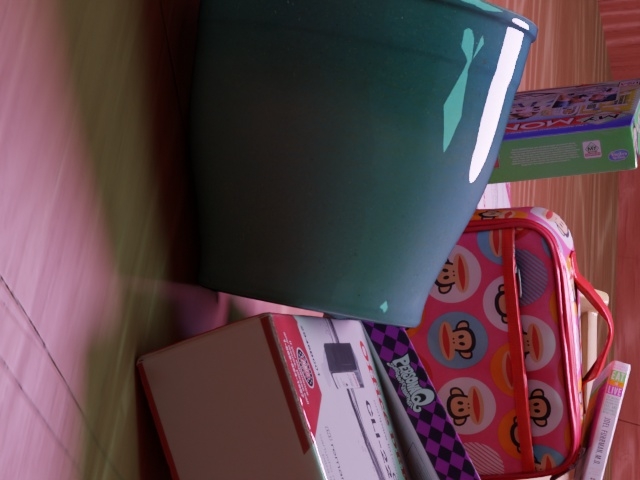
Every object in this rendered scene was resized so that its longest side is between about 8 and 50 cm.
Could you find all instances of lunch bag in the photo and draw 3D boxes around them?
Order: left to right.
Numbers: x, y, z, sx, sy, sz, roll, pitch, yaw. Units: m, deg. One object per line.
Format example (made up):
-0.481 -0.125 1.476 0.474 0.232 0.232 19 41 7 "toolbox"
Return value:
0.184 0.111 2.108 0.120 0.258 0.293 -42 126 -72 "lunch bag"

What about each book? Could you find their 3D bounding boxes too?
0.298 0.210 2.113 0.096 0.035 0.144 92 14 -70 "book"

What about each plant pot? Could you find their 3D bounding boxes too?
0.015 -0.068 1.559 0.272 0.272 0.255 15 85 -74 "plant pot"

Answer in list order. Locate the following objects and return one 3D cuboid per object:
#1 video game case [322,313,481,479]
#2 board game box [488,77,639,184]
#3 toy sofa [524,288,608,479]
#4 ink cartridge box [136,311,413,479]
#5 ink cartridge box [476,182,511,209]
0.059 0.170 1.726 0.210 0.042 0.232 105 -37 -57 "video game case"
0.164 -0.102 1.972 0.213 0.317 0.046 -52 134 -69 "board game box"
0.237 0.228 2.343 0.177 0.150 0.362 132 -31 -54 "toy sofa"
-0.021 0.166 1.528 0.273 0.114 0.197 14 56 -75 "ink cartridge box"
0.165 -0.047 2.382 0.237 0.100 0.172 26 61 -74 "ink cartridge box"
